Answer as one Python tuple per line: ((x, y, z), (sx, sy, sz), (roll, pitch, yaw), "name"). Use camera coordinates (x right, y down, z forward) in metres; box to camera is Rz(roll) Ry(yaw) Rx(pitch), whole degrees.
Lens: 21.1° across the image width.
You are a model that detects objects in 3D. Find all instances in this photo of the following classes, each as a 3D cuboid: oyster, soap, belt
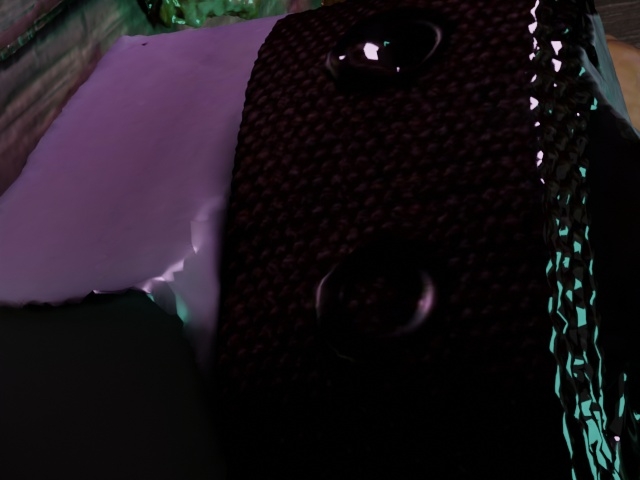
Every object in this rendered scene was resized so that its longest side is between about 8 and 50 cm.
((-0.083, -0.160, 0.877), (0.122, 0.045, 0.146), (-54, 137, -54), "oyster")
((-0.039, 0.086, 0.727), (0.285, 0.107, 0.296), (-74, 153, -65), "soap")
((0.064, 0.025, 0.617), (0.184, 0.164, 0.289), (52, 32, -50), "belt")

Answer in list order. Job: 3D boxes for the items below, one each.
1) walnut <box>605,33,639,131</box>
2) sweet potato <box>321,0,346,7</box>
((0.191, -0.015, 1.457), (0.344, 0.306, 0.306), (62, 23, -60), "walnut")
((0.024, -0.087, 1.279), (0.077, 0.077, 0.244), (-1, 93, -79), "sweet potato")
